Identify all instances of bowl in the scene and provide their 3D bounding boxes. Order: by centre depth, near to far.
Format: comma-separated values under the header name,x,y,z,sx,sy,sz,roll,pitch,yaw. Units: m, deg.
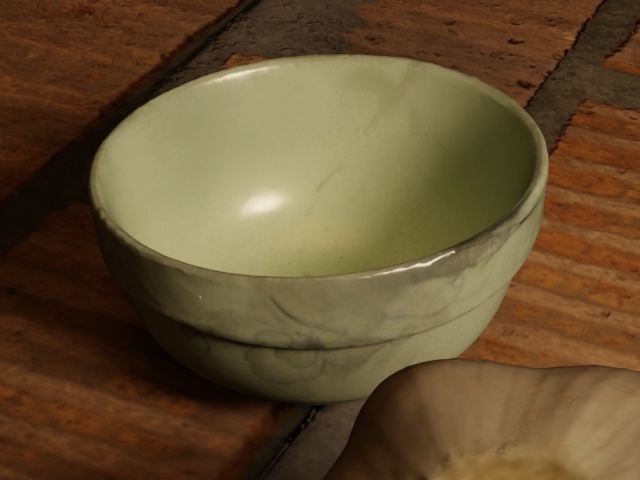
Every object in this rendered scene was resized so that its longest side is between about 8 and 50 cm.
name,x,y,z,sx,sy,sz,roll,pitch,yaw
bowl,0.000,0.000,0.986,0.307,0.163,0.307,-1,35,1

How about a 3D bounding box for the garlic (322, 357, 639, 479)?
name,x,y,z,sx,sy,sz,roll,pitch,yaw
garlic,0.117,0.206,0.626,0.317,0.259,0.317,-9,65,19
